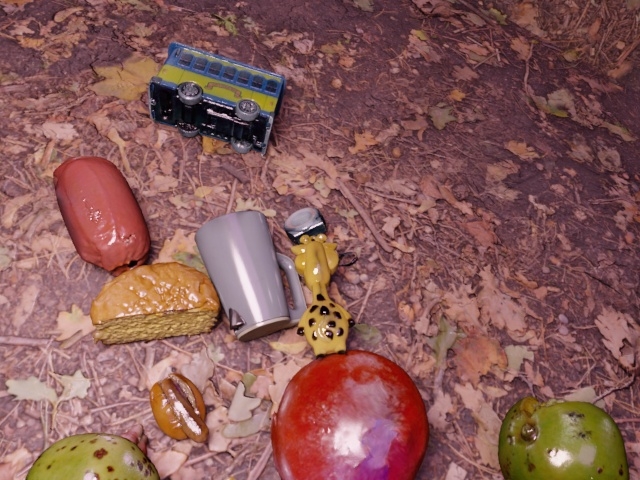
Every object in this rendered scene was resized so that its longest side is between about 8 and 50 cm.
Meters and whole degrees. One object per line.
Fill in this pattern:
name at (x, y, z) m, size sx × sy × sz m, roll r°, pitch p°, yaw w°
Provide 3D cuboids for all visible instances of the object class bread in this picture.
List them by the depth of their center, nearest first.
bread at (-0.321, 0.120, 0.930) m, size 0.229 × 0.143 × 0.139 m, roll -3°, pitch 49°, yaw -22°

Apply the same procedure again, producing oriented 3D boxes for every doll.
doll at (-0.001, 0.108, 0.996) m, size 0.117 × 0.086 × 0.291 m, roll -4°, pitch 53°, yaw -9°

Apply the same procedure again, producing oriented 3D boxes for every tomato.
tomato at (0.058, 0.347, 0.871) m, size 0.290 × 0.176 × 0.334 m, roll 29°, pitch 57°, yaw 6°

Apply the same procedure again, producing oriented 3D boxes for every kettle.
kettle at (-0.135, 0.080, 1.016) m, size 0.211 × 0.160 × 0.243 m, roll 0°, pitch 62°, yaw -50°

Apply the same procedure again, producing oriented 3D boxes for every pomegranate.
pomegranate at (-0.338, 0.381, 0.738) m, size 0.214 × 0.214 × 0.248 m, roll 21°, pitch 19°, yaw -3°
pomegranate at (0.491, 0.428, 0.934) m, size 0.302 × 0.236 × 0.235 m, roll 28°, pitch 51°, yaw -31°

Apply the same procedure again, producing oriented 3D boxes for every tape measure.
tape measure at (-0.003, 0.003, 1.152) m, size 0.180 × 0.104 × 0.107 m, roll 44°, pitch 14°, yaw -29°

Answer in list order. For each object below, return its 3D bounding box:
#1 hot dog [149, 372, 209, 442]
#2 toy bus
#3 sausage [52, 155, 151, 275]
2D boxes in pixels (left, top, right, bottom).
hot dog at (-0.257, 0.310, 0.869) m, size 0.090 × 0.060 × 0.140 m, roll -22°, pitch 71°, yaw -22°
toy bus at (-0.263, -0.363, 1.232) m, size 0.312 × 0.152 × 0.190 m, roll 15°, pitch 57°, yaw -7°
sausage at (-0.453, -0.057, 0.988) m, size 0.152 × 0.152 × 0.279 m, roll -22°, pitch 70°, yaw -27°
